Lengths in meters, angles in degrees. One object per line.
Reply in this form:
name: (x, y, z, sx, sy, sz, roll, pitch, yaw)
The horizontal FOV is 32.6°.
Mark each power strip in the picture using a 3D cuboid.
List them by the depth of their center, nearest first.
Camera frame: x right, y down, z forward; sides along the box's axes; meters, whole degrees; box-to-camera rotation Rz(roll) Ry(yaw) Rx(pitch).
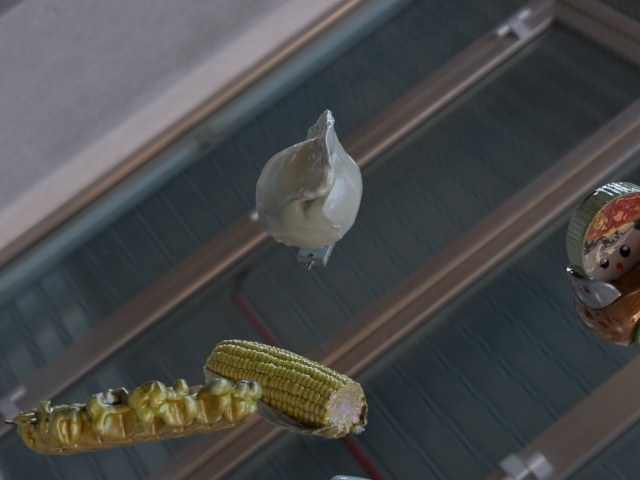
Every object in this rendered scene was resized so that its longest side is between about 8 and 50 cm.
power strip: (0.000, 0.000, 1.789, 0.050, 0.136, 0.019, 11, -45, 16)

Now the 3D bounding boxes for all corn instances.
corn: (-0.061, 0.249, 1.842, 0.305, 0.122, 0.123, 16, -9, 36)

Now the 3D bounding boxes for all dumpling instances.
dumpling: (-0.011, -0.087, 1.541, 0.147, 0.193, 0.258, 17, -14, -6)

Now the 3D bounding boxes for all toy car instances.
toy car: (0.436, 0.023, 1.564, 0.235, 0.235, 0.145, 56, -6, -26)

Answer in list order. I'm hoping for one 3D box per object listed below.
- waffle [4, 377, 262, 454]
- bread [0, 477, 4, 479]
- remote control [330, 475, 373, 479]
waffle: (-0.215, 0.210, 1.292, 0.329, 0.329, 0.062, 94, -12, -80)
bread: (-0.492, 0.421, 1.564, 0.160, 0.140, 0.169, 14, -45, 38)
remote control: (0.024, 0.457, 1.308, 0.145, 0.344, 0.050, 22, -4, -17)
